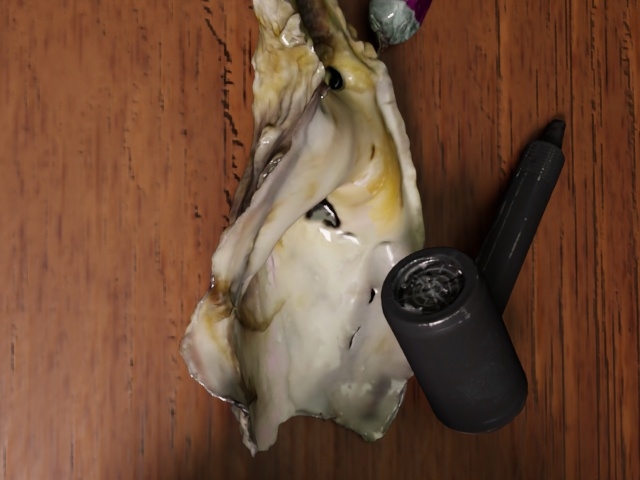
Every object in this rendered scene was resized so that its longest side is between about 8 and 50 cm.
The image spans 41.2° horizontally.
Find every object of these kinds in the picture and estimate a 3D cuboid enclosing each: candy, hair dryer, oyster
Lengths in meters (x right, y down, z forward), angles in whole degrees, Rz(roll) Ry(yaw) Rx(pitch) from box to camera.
[{"bbox_3d":[0.070,-0.201,0.619,0.043,0.045,0.175,18,82,18],"label":"candy"},{"bbox_3d":[0.124,-0.006,0.595,0.255,0.070,0.128,-63,141,-29],"label":"hair dryer"},{"bbox_3d":[-0.009,0.000,0.544,0.275,0.100,0.271,49,52,-51],"label":"oyster"}]
